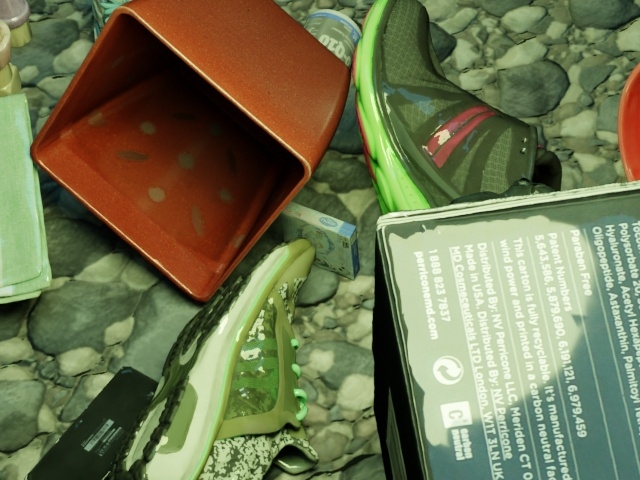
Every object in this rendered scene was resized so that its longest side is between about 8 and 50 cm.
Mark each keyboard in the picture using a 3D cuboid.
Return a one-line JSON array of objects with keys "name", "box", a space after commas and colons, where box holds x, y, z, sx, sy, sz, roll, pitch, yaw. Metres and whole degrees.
[{"name": "keyboard", "box": [-0.224, 0.222, 1.702, 0.108, 0.023, 0.180, 25, 60, 27]}]

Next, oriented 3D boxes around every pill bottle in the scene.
[{"name": "pill bottle", "box": [-0.006, -0.215, 1.966, 0.078, 0.078, 0.137, 17, 58, 15]}]

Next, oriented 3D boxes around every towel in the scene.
[{"name": "towel", "box": [-0.478, -0.028, 1.783, 0.324, 0.038, 0.248, -10, 73, -4]}]

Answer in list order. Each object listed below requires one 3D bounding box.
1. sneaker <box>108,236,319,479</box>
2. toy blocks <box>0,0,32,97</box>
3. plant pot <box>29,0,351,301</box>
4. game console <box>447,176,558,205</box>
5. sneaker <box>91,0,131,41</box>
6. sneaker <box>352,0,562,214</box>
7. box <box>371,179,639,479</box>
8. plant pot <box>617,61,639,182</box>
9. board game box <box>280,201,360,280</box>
[{"name": "sneaker", "box": [-0.075, 0.171, 1.687, 0.182, 0.158, 0.410, 39, 49, -13]}, {"name": "toy blocks", "box": [-0.515, -0.271, 1.930, 0.288, 0.260, 0.309, 1, 55, 5]}, {"name": "plant pot", "box": [-0.120, -0.143, 1.791, 0.267, 0.267, 0.236, 41, 42, 0]}, {"name": "game console", "box": [0.202, 0.031, 1.468, 0.213, 0.361, 0.044, -18, 63, 18]}, {"name": "sneaker", "box": [-0.248, -0.267, 1.993, 0.110, 0.122, 0.283, -14, 55, -6]}, {"name": "sneaker", "box": [0.163, -0.080, 1.796, 0.202, 0.185, 0.483, -17, 63, -2]}, {"name": "box", "box": [0.299, 0.168, 1.403, 0.471, 0.480, 0.297, -9, 66, -2]}, {"name": "plant pot", "box": [0.513, -0.125, 1.768, 0.243, 0.275, 0.275, -23, 55, -25]}, {"name": "board game box", "box": [0.000, 0.000, 1.803, 0.090, 0.090, 0.020, 20, 60, 17]}]
